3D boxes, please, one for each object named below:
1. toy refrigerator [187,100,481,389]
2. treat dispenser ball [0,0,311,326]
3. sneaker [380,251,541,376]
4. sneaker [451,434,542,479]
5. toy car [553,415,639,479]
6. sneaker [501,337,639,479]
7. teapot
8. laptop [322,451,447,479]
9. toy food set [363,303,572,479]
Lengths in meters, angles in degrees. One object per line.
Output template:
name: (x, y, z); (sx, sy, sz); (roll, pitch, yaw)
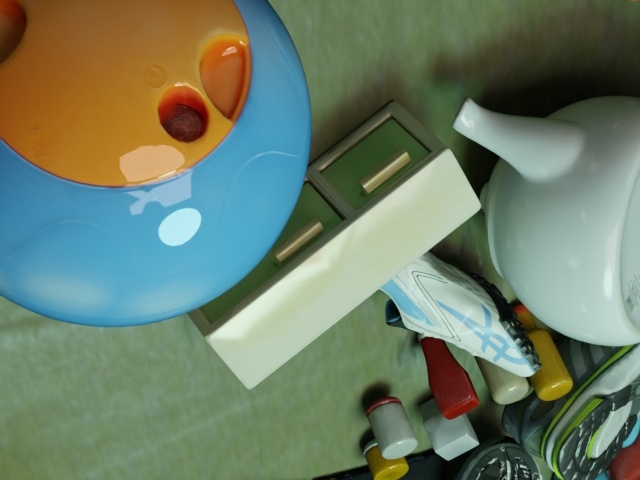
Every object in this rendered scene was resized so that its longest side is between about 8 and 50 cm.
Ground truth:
toy refrigerator: (0.000, 0.000, 1.358); (0.269, 0.102, 0.094); (-37, 132, -3)
treat dispenser ball: (-0.150, -0.081, 1.084); (0.288, 0.288, 0.288); (-16, 127, -22)
sneaker: (0.120, 0.066, 1.469); (0.237, 0.085, 0.086); (36, 111, -23)
sneaker: (0.158, 0.336, 1.669); (0.100, 0.108, 0.271); (29, 100, -3)
toy car: (0.422, 0.293, 1.697); (0.219, 0.238, 0.210); (2, 123, -21)
sneaker: (0.311, 0.129, 1.636); (0.300, 0.121, 0.111); (-40, 134, -28)
teapot: (0.242, -0.023, 1.443); (0.252, 0.187, 0.256); (-22, 117, -52)
laptop: (0.039, 0.379, 1.617); (0.264, 0.136, 0.234); (-9, 125, -26)
toy food set: (0.131, 0.151, 1.568); (0.232, 0.104, 0.111); (-30, 148, 13)
